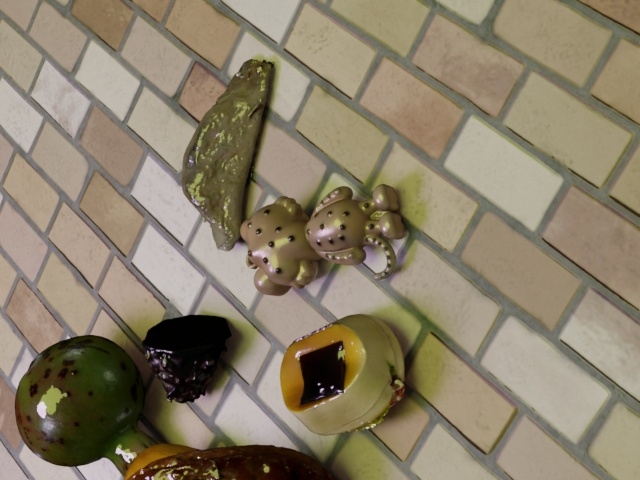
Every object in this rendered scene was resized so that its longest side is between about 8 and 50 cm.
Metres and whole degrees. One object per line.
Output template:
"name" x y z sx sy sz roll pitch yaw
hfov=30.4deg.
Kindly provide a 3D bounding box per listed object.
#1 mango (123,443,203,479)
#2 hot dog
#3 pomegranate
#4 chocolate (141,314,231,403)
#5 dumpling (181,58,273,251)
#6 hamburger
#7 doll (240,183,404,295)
"mango" -0.189 0.441 1.924 0.294 0.120 0.177 27 95 14
"hot dog" -0.143 0.448 1.759 0.387 0.174 0.267 -8 72 5
"pomegranate" -0.387 0.295 2.066 0.305 0.242 0.242 18 98 21
"chocolate" -0.222 0.212 1.998 0.156 0.156 0.133 16 121 41
"dumpling" -0.182 -0.157 2.015 0.166 0.086 0.332 12 89 38
"hamburger" 0.033 0.205 1.775 0.210 0.116 0.173 -31 58 39
"doll" 0.000 -0.002 1.828 0.278 0.119 0.154 -9 80 30
